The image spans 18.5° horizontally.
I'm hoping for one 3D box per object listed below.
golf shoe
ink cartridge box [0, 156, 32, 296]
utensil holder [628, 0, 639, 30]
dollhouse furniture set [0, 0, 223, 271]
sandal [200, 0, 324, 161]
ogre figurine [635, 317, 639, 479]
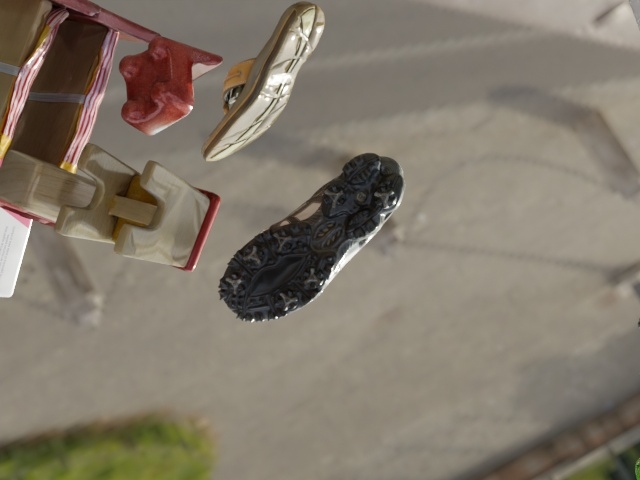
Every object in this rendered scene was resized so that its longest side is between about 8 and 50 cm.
[{"bbox_3d":[0.000,0.000,1.718,0.198,0.077,0.094,-37,179,15],"label":"golf shoe"},{"bbox_3d":[-0.404,-0.044,1.916,0.237,0.100,0.172,4,116,-33],"label":"ink cartridge box"},{"bbox_3d":[0.409,-0.331,1.821,0.327,0.385,0.327,-15,158,-6],"label":"utensil holder"},{"bbox_3d":[-0.181,-0.098,1.671,0.152,0.374,0.201,22,87,-42],"label":"dollhouse furniture set"},{"bbox_3d":[-0.059,-0.150,1.812,0.072,0.049,0.180,-9,135,-57],"label":"sandal"},{"bbox_3d":[0.276,0.147,1.425,0.097,0.197,0.118,2,-174,6],"label":"ogre figurine"}]
